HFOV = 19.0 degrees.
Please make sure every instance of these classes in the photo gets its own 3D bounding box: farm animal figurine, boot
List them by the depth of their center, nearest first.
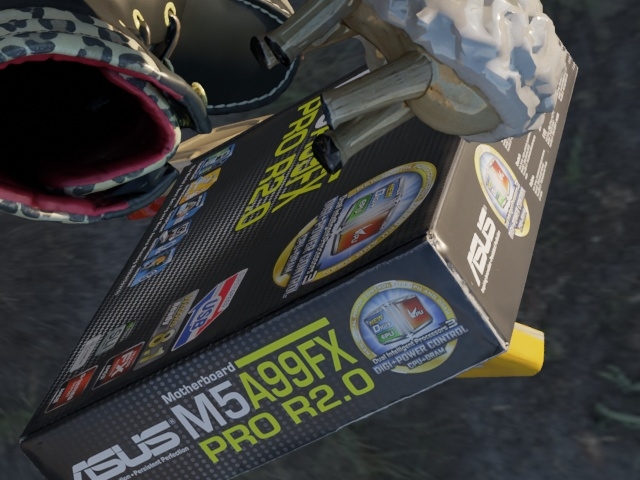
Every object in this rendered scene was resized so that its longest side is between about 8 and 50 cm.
[{"bbox_3d":[-0.013,-0.229,0.633,0.172,0.330,0.326,-31,60,-12],"label":"farm animal figurine"},{"bbox_3d":[-0.078,-0.061,0.716,0.236,0.178,0.085,10,112,-37],"label":"boot"}]

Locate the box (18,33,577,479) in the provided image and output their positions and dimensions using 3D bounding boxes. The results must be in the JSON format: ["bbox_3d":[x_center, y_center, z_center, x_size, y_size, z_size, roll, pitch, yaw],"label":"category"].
[{"bbox_3d":[0.000,0.000,0.875,0.216,0.270,0.060,-28,109,27],"label":"box"}]

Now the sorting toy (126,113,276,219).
[{"bbox_3d":[-0.029,-0.066,1.406,0.229,0.307,0.041,-25,102,-48],"label":"sorting toy"}]

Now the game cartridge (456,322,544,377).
[{"bbox_3d":[0.014,0.086,1.888,0.324,0.285,0.052,17,73,-45],"label":"game cartridge"}]
